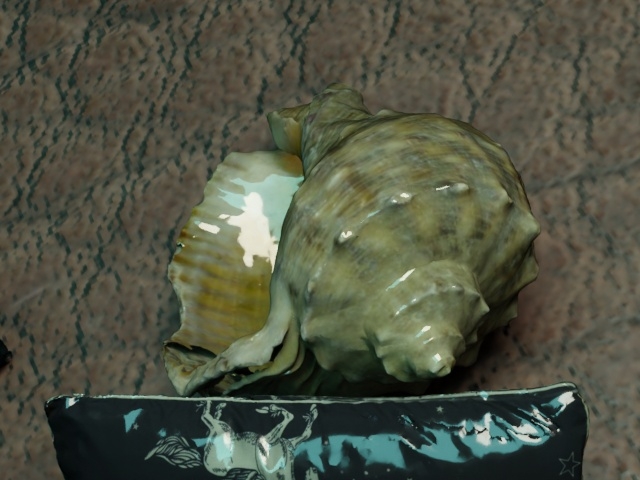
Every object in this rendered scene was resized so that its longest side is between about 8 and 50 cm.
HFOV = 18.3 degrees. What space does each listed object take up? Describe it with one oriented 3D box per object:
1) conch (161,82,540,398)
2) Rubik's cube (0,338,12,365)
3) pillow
[{"bbox_3d":[0.000,0.000,0.796,0.155,0.130,0.207,-23,39,-9],"label":"conch"},{"bbox_3d":[-0.273,0.026,0.847,0.167,0.180,0.183,-46,58,-5],"label":"Rubik's cube"},{"bbox_3d":[0.001,0.115,0.752,0.208,0.141,0.055,1,22,18],"label":"pillow"}]
